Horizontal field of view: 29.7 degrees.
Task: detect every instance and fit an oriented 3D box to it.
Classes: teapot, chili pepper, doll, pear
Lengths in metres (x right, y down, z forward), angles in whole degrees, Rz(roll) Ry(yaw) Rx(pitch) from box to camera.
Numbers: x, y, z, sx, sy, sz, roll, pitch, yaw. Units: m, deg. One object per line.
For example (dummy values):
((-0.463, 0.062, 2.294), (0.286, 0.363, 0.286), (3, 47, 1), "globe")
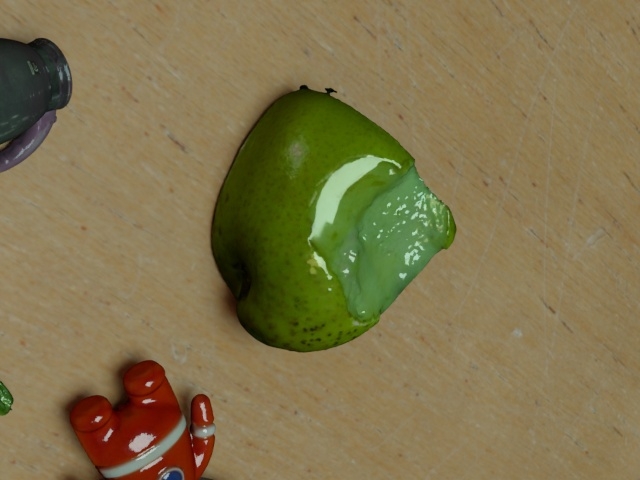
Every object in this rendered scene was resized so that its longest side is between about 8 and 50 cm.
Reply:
((-0.327, -0.145, 1.262), (0.146, 0.116, 0.148), (-25, 109, -40), "teapot")
((-0.377, 0.165, 1.333), (0.091, 0.030, 0.034), (33, 104, -33), "chili pepper")
((-0.179, 0.311, 1.452), (0.200, 0.105, 0.336), (-34, 115, -26), "doll")
((0.000, 0.000, 1.483), (0.282, 0.176, 0.286), (-48, 121, -16), "pear")
